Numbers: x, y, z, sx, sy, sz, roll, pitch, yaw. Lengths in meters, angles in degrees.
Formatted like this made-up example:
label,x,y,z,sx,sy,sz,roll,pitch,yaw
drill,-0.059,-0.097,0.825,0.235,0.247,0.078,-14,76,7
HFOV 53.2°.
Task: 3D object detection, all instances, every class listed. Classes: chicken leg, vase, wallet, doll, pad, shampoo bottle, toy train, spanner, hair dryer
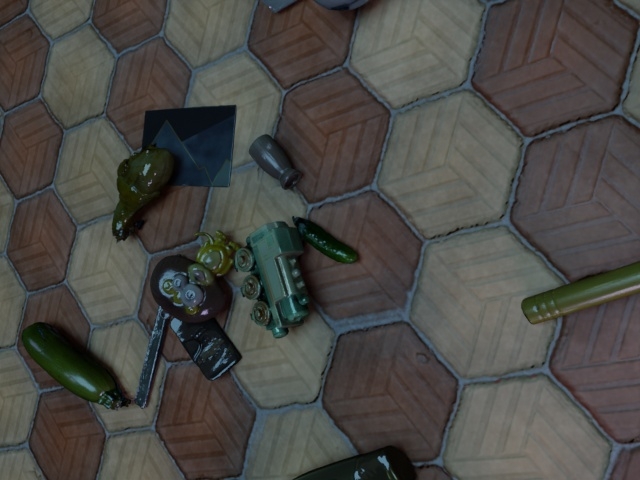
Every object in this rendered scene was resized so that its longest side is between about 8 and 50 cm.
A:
label,x,y,z,sx,sy,sz,roll,pitch,yaw
chicken leg,-0.375,-0.102,1.302,0.103,0.088,0.227,41,114,13
vase,-0.081,-0.141,1.159,0.053,0.053,0.100,-48,71,17
wallet,-0.222,0.190,1.221,0.082,0.018,0.156,-39,67,-1
doll,-0.239,0.065,1.193,0.145,0.096,0.188,16,91,-4
pad,-0.275,-0.190,1.297,0.243,0.004,0.163,4,88,29
shampoo bottle,-0.005,0.445,1.054,0.350,0.084,0.125,-38,72,21
toy train,-0.077,0.068,1.116,0.125,0.081,0.193,-32,70,38
spanner,-0.322,0.182,1.284,0.093,0.026,0.325,18,96,28
hair dryer,0.396,0.057,0.848,0.279,0.135,0.090,-26,73,35

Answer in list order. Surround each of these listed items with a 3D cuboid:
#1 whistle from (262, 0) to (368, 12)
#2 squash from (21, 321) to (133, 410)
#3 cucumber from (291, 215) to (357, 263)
label,x,y,z,sx,sy,sz,roll,pitch,yaw
whistle,0.006,-0.452,1.080,0.290,0.163,0.163,-19,77,27
squash,-0.526,0.267,1.355,0.332,0.087,0.087,29,100,25
cucumber,0.000,0.000,1.114,0.155,0.037,0.037,35,103,27
